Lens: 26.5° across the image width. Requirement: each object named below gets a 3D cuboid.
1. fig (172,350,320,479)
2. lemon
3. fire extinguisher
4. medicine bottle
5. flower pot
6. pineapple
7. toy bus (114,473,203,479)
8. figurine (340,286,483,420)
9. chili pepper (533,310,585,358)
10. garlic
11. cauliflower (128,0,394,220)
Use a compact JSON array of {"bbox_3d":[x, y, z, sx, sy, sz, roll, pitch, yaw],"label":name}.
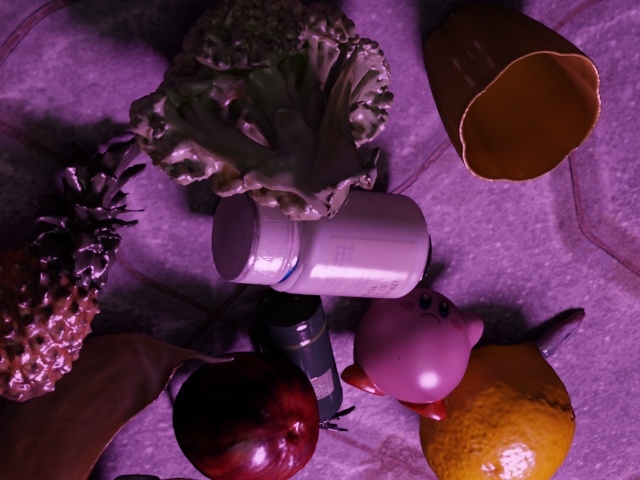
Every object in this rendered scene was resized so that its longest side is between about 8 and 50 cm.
[{"bbox_3d":[-0.129,0.228,1.837,0.204,0.249,0.186,-2,107,-53],"label":"fig"},{"bbox_3d":[0.265,0.284,2.066,0.228,0.228,0.253,6,122,-30],"label":"lemon"},{"bbox_3d":[-0.022,0.187,1.939,0.118,0.093,0.294,-13,133,0],"label":"fire extinguisher"},{"bbox_3d":[0.000,0.000,1.753,0.258,0.143,0.143,5,125,-31],"label":"medicine bottle"},{"bbox_3d":[0.223,-0.196,1.675,0.195,0.179,0.195,-13,132,-15],"label":"flower pot"},{"bbox_3d":[-0.304,0.025,1.622,0.169,0.169,0.340,25,106,-39],"label":"pineapple"},{"bbox_3d":[-0.261,0.422,1.847,0.365,0.177,0.202,-14,158,42],"label":"toy bus"},{"bbox_3d":[0.132,0.149,1.933,0.173,0.173,0.173,-14,132,-16],"label":"figurine"},{"bbox_3d":[0.360,0.162,2.143,0.153,0.041,0.050,-30,177,-2],"label":"chili pepper"},{"bbox_3d":[-0.288,0.226,1.775,0.338,0.196,0.151,-44,148,-12],"label":"garlic"},{"bbox_3d":[-0.052,-0.127,1.538,0.327,0.281,0.260,-9,158,-16],"label":"cauliflower"}]
